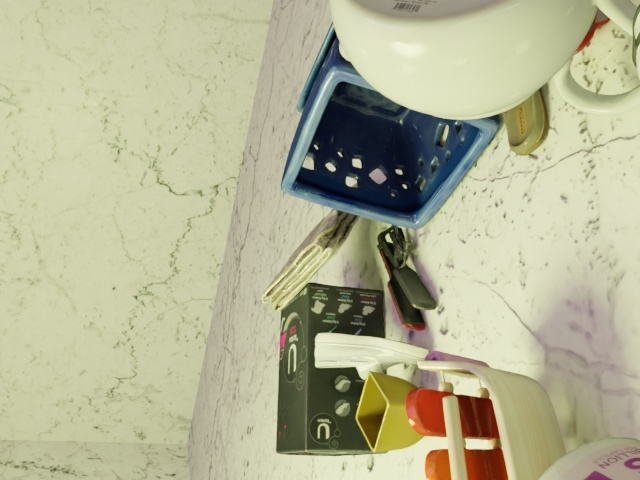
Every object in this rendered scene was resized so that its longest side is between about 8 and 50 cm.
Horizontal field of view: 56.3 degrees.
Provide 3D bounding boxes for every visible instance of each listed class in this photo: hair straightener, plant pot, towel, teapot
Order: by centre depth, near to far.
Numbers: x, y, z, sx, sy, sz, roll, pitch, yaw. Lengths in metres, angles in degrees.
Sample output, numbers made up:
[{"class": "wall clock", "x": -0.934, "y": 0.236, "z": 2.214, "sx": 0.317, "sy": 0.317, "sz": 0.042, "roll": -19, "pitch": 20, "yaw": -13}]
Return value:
[{"class": "teapot", "x": 0.143, "y": -0.205, "z": 0.567, "sx": 0.187, "sy": 0.253, "sz": 0.255, "roll": 57, "pitch": -165, "yaw": -53}, {"class": "plant pot", "x": 0.108, "y": 0.239, "z": 0.836, "sx": 0.081, "sy": 0.083, "sz": 0.081, "roll": -127, "pitch": 47, "yaw": -65}, {"class": "plant pot", "x": 0.086, "y": -0.185, "z": 0.862, "sx": 0.236, "sy": 0.236, "sz": 0.212, "roll": 120, "pitch": 158, "yaw": -48}, {"class": "hair straightener", "x": 0.133, "y": 0.029, "z": 0.930, "sx": 0.230, "sy": 0.047, "sz": 0.089, "roll": -99, "pitch": 24, "yaw": -52}, {"class": "towel", "x": 0.000, "y": 0.000, "z": 1.059, "sx": 0.187, "sy": 0.049, "sz": 0.282, "roll": -46, "pitch": 4, "yaw": 30}]

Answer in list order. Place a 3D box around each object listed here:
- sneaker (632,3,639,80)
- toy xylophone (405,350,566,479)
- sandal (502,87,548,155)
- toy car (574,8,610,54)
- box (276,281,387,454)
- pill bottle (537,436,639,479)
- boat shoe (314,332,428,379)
[{"class": "sneaker", "x": 0.296, "y": -0.018, "z": 0.243, "sx": 0.447, "sy": 0.169, "sz": 0.257, "roll": -151, "pitch": 72, "yaw": -68}, {"class": "toy xylophone", "x": 0.152, "y": 0.240, "z": 0.512, "sx": 0.081, "sy": 0.236, "sz": 0.322, "roll": -26, "pitch": 51, "yaw": 36}, {"class": "sandal", "x": 0.226, "y": -0.185, "z": 0.714, "sx": 0.072, "sy": 0.049, "sz": 0.180, "roll": 132, "pitch": 142, "yaw": -59}, {"class": "toy car", "x": 0.288, "y": -0.322, "z": 0.581, "sx": 0.225, "sy": 0.053, "sz": 0.238, "roll": 132, "pitch": 141, "yaw": -59}, {"class": "box", "x": 0.015, "y": 0.226, "z": 1.027, "sx": 0.165, "sy": 0.144, "sz": 0.270, "roll": 135, "pitch": 139, "yaw": -61}, {"class": "pill bottle", "x": 0.247, "y": 0.226, "z": 0.293, "sx": 0.301, "sy": 0.170, "sz": 0.169, "roll": -172, "pitch": 90, "yaw": -71}, {"class": "boat shoe", "x": 0.070, "y": 0.175, "z": 0.889, "sx": 0.066, "sy": 0.184, "sz": 0.063, "roll": 29, "pitch": -115, "yaw": -61}]
